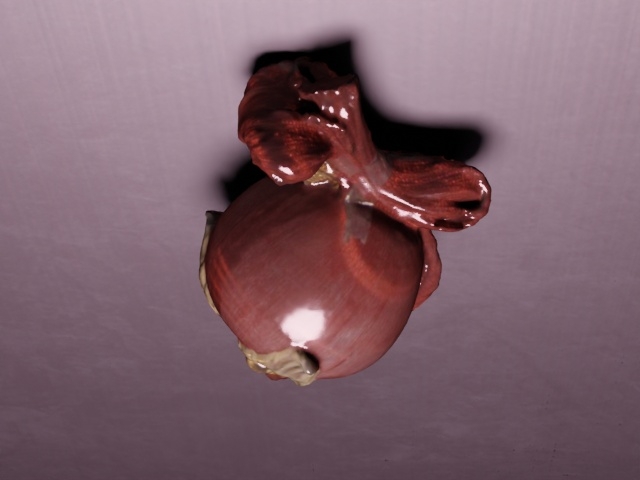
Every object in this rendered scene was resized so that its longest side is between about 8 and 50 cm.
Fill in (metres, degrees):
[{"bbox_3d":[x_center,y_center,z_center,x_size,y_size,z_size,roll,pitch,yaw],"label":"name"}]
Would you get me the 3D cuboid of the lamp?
[{"bbox_3d":[-0.007,-0.003,0.905,0.215,0.151,0.223,23,97,-37],"label":"lamp"}]
